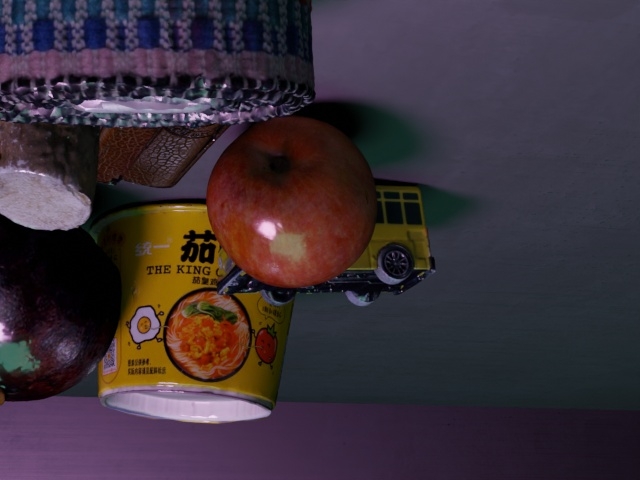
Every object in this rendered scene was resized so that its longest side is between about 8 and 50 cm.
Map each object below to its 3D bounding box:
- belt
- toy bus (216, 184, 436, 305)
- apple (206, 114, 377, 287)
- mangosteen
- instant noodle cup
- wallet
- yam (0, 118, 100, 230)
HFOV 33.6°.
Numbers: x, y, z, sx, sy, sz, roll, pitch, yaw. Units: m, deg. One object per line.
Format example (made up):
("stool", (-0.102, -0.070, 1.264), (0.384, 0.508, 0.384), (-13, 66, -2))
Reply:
("belt", (-0.151, -0.176, 0.820), (0.295, 0.160, 0.207), (0, 179, 2))
("toy bus", (0.000, 0.000, 1.362), (0.262, 0.150, 0.128), (1, 161, -22))
("apple", (-0.031, -0.044, 1.169), (0.188, 0.188, 0.174), (-4, 150, 8))
("mangosteen", (-0.402, 0.083, 1.340), (0.300, 0.300, 0.300), (-1, 162, 0))
("instant noodle cup", (-0.181, 0.117, 1.523), (0.325, 0.254, 0.325), (2, 161, 1))
("wallet", (-0.183, -0.110, 1.186), (0.133, 0.039, 0.243), (3, 162, -26))
("yam", (-0.248, -0.113, 0.940), (0.107, 0.194, 0.107), (-3, 164, -1))
